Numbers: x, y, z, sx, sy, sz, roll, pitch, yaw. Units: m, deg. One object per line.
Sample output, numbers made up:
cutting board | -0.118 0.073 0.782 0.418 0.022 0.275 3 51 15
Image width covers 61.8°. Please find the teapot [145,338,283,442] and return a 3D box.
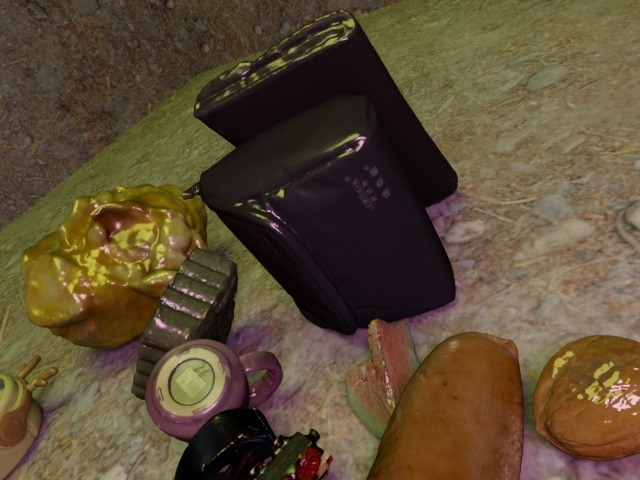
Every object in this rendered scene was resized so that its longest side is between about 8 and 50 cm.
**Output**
teapot | -0.130 0.187 0.665 0.116 0.146 0.148 29 64 24

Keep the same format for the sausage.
sausage | 0.079 0.261 0.393 0.136 0.123 0.501 -10 34 27

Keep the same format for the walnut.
walnut | 0.244 0.137 0.461 0.124 0.105 0.105 -28 30 5

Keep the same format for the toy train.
toy train | -0.039 0.259 0.538 0.050 0.087 0.138 15 49 42

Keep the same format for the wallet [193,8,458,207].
wallet | 0.036 -0.133 0.769 0.228 0.406 0.062 -20 60 23

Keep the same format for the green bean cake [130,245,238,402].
green bean cake | -0.189 0.127 0.774 0.094 0.185 0.183 19 37 3

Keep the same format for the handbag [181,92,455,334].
handbag | 0.001 0.002 0.691 0.275 0.302 0.178 -23 37 17

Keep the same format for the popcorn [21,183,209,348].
popcorn | -0.358 0.056 0.994 0.334 0.293 0.292 -30 73 6

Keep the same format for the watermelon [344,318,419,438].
watermelon | 0.068 0.165 0.612 0.101 0.080 0.155 -33 44 14

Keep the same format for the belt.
belt | -0.099 0.249 0.579 0.140 0.105 0.058 -57 36 3

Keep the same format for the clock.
clock | -0.574 0.327 0.891 0.235 0.096 0.308 6 45 47
